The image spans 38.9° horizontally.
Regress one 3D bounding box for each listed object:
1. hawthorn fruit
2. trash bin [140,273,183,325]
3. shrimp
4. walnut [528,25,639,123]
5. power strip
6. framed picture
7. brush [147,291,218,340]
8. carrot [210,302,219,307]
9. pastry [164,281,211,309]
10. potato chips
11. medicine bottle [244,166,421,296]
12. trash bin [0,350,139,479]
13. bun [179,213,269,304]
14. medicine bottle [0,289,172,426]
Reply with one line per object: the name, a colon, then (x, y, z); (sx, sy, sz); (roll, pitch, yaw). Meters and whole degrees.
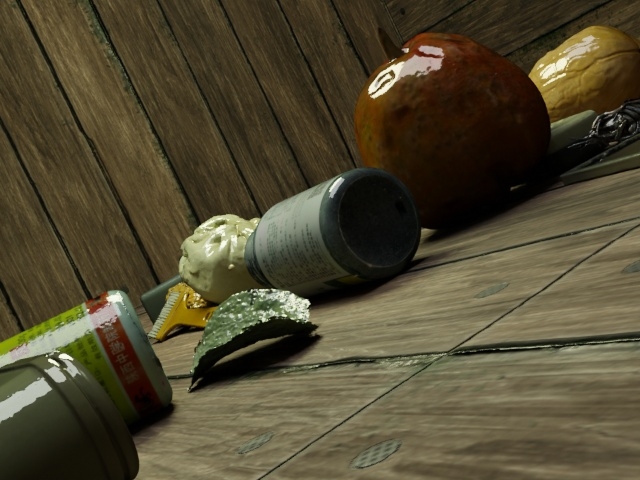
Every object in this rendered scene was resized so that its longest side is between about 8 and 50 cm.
hawthorn fruit: (0.164, -0.177, 1.293); (0.277, 0.298, 0.277); (-34, 13, 9)
trash bin: (-0.261, 0.094, 1.980); (0.236, 0.101, 0.177); (-28, 5, 5)
shrimp: (0.421, -0.161, 1.255); (0.165, 0.056, 0.065); (-29, -3, -1)
walnut: (0.479, -0.280, 1.626); (0.226, 0.193, 0.193); (-27, 2, 33)
power strip: (0.333, -0.137, 1.434); (0.105, 0.070, 0.257); (-27, 3, -20)
framed picture: (0.458, -0.146, 1.117); (0.281, 0.019, 0.209); (-27, 4, -17)
brush: (-0.236, 0.135, 1.605); (0.272, 0.013, 0.103); (-7, 52, 60)
carrot: (-0.191, 0.094, 1.793); (0.342, 0.070, 0.070); (-25, 4, 26)
pastry: (-0.255, 0.120, 1.742); (0.140, 0.056, 0.080); (-18, 51, 56)
potato chips: (-0.086, 0.106, 1.007); (0.167, 0.059, 0.228); (-32, 10, -7)
medicine bottle: (0.000, 0.000, 1.215); (0.141, 0.141, 0.293); (-28, 5, -31)
trash bin: (-0.292, 0.196, 0.691); (0.247, 0.121, 0.243); (-31, 6, -29)
bun: (-0.151, 0.024, 1.608); (0.229, 0.145, 0.229); (-28, 17, 10)
medicine bottle: (-0.278, 0.157, 0.938); (0.225, 0.139, 0.139); (-26, 4, -11)
